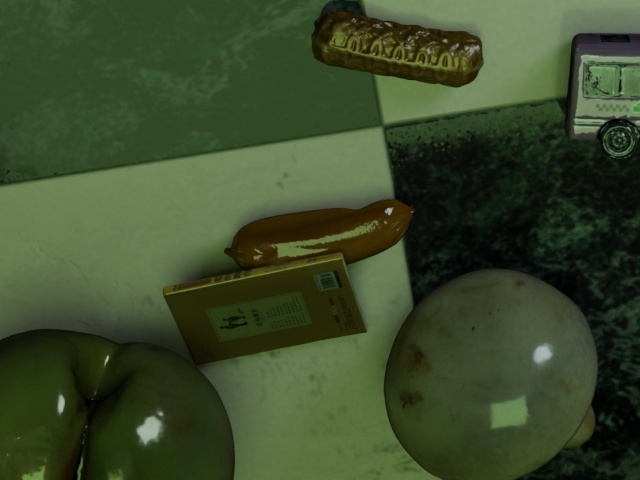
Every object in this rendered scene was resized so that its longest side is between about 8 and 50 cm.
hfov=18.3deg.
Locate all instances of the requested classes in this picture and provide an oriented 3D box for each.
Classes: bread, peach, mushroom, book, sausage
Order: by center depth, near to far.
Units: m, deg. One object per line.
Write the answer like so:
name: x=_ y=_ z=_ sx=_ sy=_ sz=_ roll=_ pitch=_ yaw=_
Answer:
bread: x=0.069 y=-0.172 z=1.794 sx=0.157 sy=0.044 sz=0.052 roll=9 pitch=105 yaw=-1
mushroom: x=0.173 y=0.137 z=1.843 sx=0.207 sy=0.207 sz=0.215 roll=-43 pitch=136 yaw=16
peach: x=-0.225 y=0.219 z=1.852 sx=0.292 sy=0.247 sz=0.292 roll=-7 pitch=136 yaw=-7
sausage: x=0.000 y=0.000 z=1.856 sx=0.183 sy=0.054 sz=0.062 roll=-8 pitch=143 yaw=4
book: x=-0.051 y=0.066 z=1.874 sx=0.172 sy=0.012 sz=0.118 roll=-11 pitch=139 yaw=6

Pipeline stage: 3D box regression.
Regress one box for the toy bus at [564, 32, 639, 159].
toy bus: x=0.318 y=-0.133 z=1.772 sx=0.199 sy=0.096 sz=0.108 roll=1 pitch=106 yaw=5
